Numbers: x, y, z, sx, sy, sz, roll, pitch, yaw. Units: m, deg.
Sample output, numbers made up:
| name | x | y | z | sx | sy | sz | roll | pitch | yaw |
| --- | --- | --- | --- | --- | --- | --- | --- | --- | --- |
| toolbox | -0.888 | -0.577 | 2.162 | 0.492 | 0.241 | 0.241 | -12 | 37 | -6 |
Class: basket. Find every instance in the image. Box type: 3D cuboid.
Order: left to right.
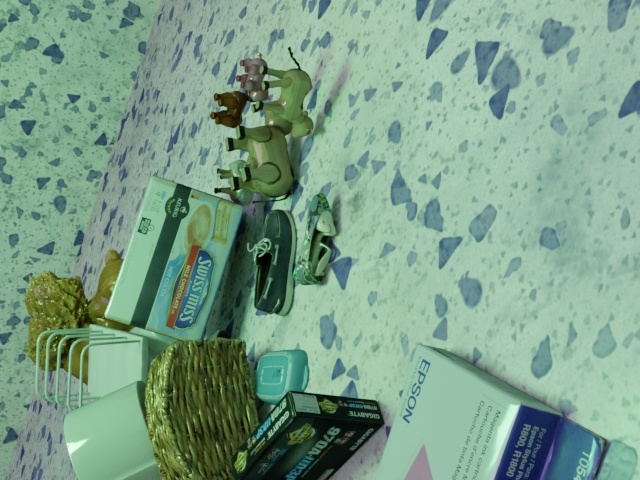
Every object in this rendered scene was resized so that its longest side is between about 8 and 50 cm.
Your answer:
| name | x | y | z | sx | sy | sz | roll | pitch | yaw |
| --- | --- | --- | --- | --- | --- | --- | --- | --- | --- |
| basket | -0.269 | 0.374 | 1.675 | 0.223 | 0.213 | 0.299 | -36 | 60 | 50 |

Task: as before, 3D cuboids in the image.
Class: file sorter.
| name | x | y | z | sx | sy | sz | roll | pitch | yaw |
| --- | --- | --- | --- | --- | --- | --- | --- | --- | --- |
| file sorter | -0.574 | 0.323 | 1.996 | 0.277 | 0.173 | 0.193 | 3 | 91 | 48 |

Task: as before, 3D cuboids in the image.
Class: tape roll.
| name | x | y | z | sx | sy | sz | roll | pitch | yaw |
| --- | --- | --- | --- | --- | --- | --- | --- | --- | --- |
| tape roll | -0.418 | 0.446 | 1.726 | 0.246 | 0.169 | 0.246 | 156 | 90 | -84 |

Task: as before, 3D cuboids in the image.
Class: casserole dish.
| name | x | y | z | sx | sy | sz | roll | pitch | yaw |
| --- | --- | --- | --- | --- | --- | --- | --- | --- | --- |
| casserole dish | -0.085 | 0.276 | 1.629 | 0.188 | 0.036 | 0.114 | -15 | 64 | 57 |

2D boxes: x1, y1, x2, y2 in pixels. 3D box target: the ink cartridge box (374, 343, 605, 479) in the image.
| name | x | y | z | sx | sy | sz | roll | pitch | yaw |
| --- | --- | --- | --- | --- | --- | --- | --- | --- | --- |
| ink cartridge box | 0.188 | 0.342 | 1.068 | 0.330 | 0.071 | 0.324 | 24 | 97 | 63 |

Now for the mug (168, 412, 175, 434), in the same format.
| name | x | y | z | sx | sy | sz | roll | pitch | yaw |
| --- | --- | --- | --- | --- | --- | --- | --- | --- | --- |
| mug | -0.370 | 0.435 | 1.988 | 0.129 | 0.097 | 0.158 | -20 | 30 | 26 |

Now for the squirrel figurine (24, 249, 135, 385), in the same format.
| name | x | y | z | sx | sy | sz | roll | pitch | yaw |
| --- | --- | --- | --- | --- | --- | --- | --- | --- | --- |
| squirrel figurine | -0.648 | 0.215 | 2.300 | 0.281 | 0.396 | 0.371 | -105 | 32 | -51 |

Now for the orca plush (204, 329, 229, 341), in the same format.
| name | x | y | z | sx | sy | sz | roll | pitch | yaw |
| --- | --- | --- | --- | --- | --- | --- | --- | --- | --- |
| orca plush | -0.308 | 0.343 | 1.887 | 0.287 | 0.102 | 0.151 | -39 | -13 | -14 |

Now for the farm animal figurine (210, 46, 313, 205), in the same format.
| name | x | y | z | sx | sy | sz | roll | pitch | yaw |
| --- | --- | --- | --- | --- | --- | --- | --- | --- | --- |
| farm animal figurine | -0.111 | -0.242 | 1.807 | 0.330 | 0.172 | 0.327 | 3 | 93 | 62 |

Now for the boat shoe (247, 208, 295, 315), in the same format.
| name | x | y | z | sx | sy | sz | roll | pitch | yaw |
| --- | --- | --- | --- | --- | --- | --- | --- | --- | --- |
| boat shoe | -0.109 | 0.040 | 1.742 | 0.095 | 0.079 | 0.255 | -33 | 49 | 52 |

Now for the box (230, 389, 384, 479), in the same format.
| name | x | y | z | sx | sy | sz | roll | pitch | yaw |
| --- | --- | --- | --- | --- | --- | --- | --- | --- | --- |
| box | -0.026 | 0.337 | 1.342 | 0.220 | 0.175 | 0.051 | -53 | 38 | 34 |

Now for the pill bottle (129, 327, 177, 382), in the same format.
| name | x | y | z | sx | sy | sz | roll | pitch | yaw |
| --- | --- | --- | --- | --- | --- | --- | --- | --- | --- |
| pill bottle | -0.456 | 0.333 | 2.124 | 0.319 | 0.176 | 0.176 | -57 | 33 | 30 |

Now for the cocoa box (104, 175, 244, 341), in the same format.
| name | x | y | z | sx | sy | sz | roll | pitch | yaw |
| --- | --- | --- | --- | --- | --- | --- | --- | --- | --- |
| cocoa box | -0.342 | 0.051 | 1.920 | 0.231 | 0.227 | 0.347 | 160 | 128 | -81 |

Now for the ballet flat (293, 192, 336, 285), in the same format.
| name | x | y | z | sx | sy | sz | roll | pitch | yaw |
| --- | --- | --- | --- | --- | --- | --- | --- | --- | --- |
| ballet flat | 0.000 | 0.000 | 1.598 | 0.070 | 0.070 | 0.189 | 9 | 86 | 62 |
